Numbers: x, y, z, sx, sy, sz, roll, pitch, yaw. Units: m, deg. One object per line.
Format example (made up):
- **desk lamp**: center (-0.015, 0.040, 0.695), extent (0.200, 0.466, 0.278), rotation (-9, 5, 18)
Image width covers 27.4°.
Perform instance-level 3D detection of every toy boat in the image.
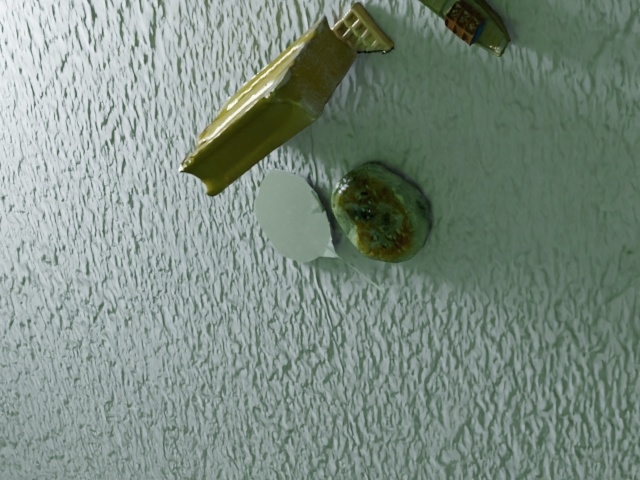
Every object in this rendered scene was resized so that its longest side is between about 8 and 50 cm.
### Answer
- **toy boat**: center (0.210, -0.337, 1.960), extent (0.172, 0.066, 0.065), rotation (40, 135, 10)

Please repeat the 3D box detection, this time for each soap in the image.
- **soap**: center (-0.087, -0.212, 2.139), extent (0.091, 0.199, 0.315), rotation (41, 138, -15)

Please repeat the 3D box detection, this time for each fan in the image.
- **fan**: center (0.001, 0.000, 2.322), extent (0.310, 0.010, 0.182), rotation (40, 134, 20)

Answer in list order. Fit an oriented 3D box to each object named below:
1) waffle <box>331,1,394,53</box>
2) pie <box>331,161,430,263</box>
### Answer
- **waffle**: center (0.042, -0.306, 2.124), extent (0.097, 0.023, 0.153), rotation (52, 131, -1)
- **pie**: center (0.100, -0.044, 2.228), extent (0.187, 0.041, 0.186), rotation (18, 126, 27)
